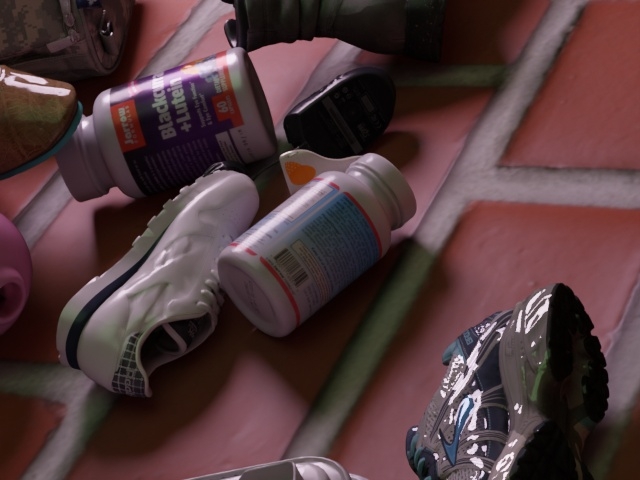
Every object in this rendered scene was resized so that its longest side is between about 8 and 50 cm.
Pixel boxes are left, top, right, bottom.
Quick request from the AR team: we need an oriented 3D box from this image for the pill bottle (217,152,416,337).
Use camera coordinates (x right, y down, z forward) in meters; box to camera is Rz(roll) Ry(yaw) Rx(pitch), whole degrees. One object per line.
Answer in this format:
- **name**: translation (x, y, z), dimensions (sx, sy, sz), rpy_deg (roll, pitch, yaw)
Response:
- **pill bottle**: translation (0.000, 0.000, 1.294), dimensions (0.160, 0.087, 0.087), rpy_deg (-38, 39, -23)

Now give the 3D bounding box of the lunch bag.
- **lunch bag**: translation (-0.357, -0.260, 1.729), dimensions (0.305, 0.212, 0.256), rpy_deg (-13, 53, 13)

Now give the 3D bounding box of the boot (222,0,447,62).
- **boot**: translation (0.017, -0.304, 1.600), dimensions (0.223, 0.118, 0.338), rpy_deg (4, 38, 2)

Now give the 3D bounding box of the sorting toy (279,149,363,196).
- **sorting toy**: translation (0.013, -0.049, 1.369), dimensions (0.075, 0.083, 0.045), rpy_deg (-18, 65, 4)

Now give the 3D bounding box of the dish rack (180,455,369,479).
- **dish rack**: translation (-0.122, 0.260, 1.037), dimensions (0.333, 0.072, 0.285), rpy_deg (-14, 37, 13)

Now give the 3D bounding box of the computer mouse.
- **computer mouse**: translation (-0.032, -0.077, 1.438), dimensions (0.242, 0.071, 0.041), rpy_deg (-34, 20, -11)

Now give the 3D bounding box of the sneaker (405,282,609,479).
- **sneaker**: translation (0.115, 0.156, 1.045), dimensions (0.122, 0.110, 0.283), rpy_deg (-22, 29, 31)

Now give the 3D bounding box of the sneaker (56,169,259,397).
- **sneaker**: translation (-0.113, 0.037, 1.323), dimensions (0.095, 0.090, 0.235), rpy_deg (22, 57, 28)

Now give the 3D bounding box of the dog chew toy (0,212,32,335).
- **dog chew toy**: translation (-0.387, 0.002, 1.411), dimensions (0.332, 0.206, 0.206), rpy_deg (22, 53, 33)

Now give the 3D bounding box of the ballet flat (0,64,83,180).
- **ballet flat**: translation (-0.352, -0.121, 1.515), dimensions (0.342, 0.124, 0.116), rpy_deg (-1, 52, 57)

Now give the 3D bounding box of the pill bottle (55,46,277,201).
- **pill bottle**: translation (-0.147, -0.102, 1.484), dimensions (0.193, 0.108, 0.108), rpy_deg (-18, 36, 6)
